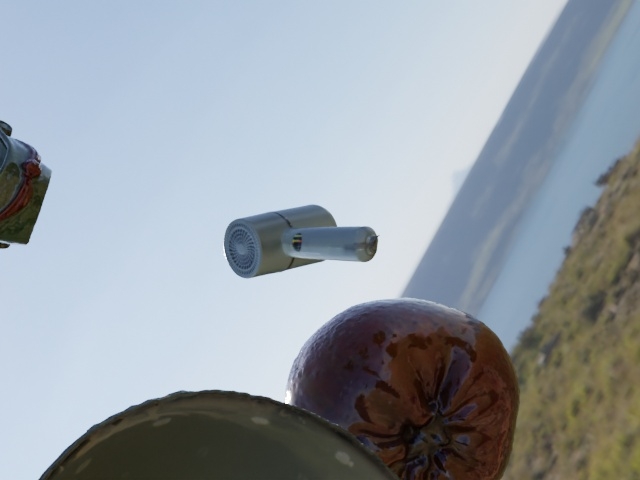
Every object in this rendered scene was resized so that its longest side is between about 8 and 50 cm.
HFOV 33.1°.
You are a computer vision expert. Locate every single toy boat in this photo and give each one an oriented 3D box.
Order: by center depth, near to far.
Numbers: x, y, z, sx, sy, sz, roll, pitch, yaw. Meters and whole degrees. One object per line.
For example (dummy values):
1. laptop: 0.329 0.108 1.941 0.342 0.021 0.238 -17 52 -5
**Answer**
1. toy boat: -0.290 -0.044 0.983 0.089 0.071 0.185 -55 22 34

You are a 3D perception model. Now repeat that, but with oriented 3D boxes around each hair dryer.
1. hair dryer: 0.000 0.000 0.793 0.082 0.137 0.047 -12 -82 -40

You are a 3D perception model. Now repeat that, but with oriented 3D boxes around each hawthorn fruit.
1. hawthorn fruit: 0.088 0.191 1.287 0.277 0.277 0.298 -62 15 10

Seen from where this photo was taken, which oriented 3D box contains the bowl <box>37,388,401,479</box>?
1. bowl: -0.069 0.269 0.618 0.157 0.337 0.337 -38 11 40
